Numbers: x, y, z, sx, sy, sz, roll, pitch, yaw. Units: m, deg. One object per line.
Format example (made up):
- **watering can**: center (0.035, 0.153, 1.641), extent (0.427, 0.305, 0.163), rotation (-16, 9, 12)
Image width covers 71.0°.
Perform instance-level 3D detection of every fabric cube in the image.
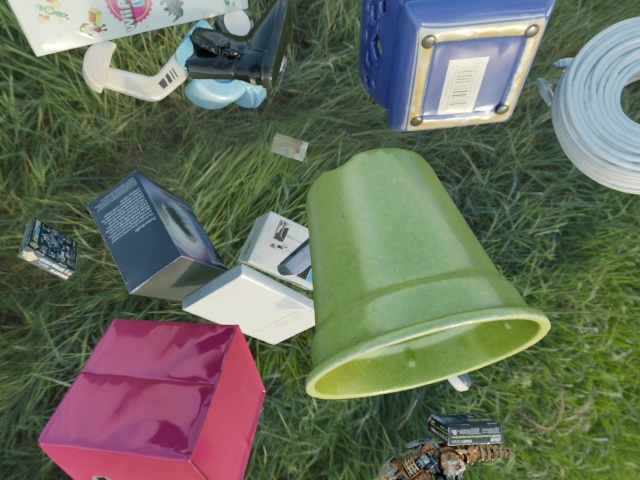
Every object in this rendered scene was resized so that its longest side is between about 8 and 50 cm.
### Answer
- **fabric cube**: center (-0.277, 0.322, 0.831), extent (0.259, 0.254, 0.259), rotation (1, 42, 11)

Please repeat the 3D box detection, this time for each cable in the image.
- **cable**: center (0.474, -0.196, 0.639), extent (0.258, 0.089, 0.256), rotation (-14, 74, 14)

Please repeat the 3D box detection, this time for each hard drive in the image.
- **hard drive**: center (-0.177, 0.195, 1.285), extent (0.353, 0.233, 0.047), rotation (34, 36, -42)

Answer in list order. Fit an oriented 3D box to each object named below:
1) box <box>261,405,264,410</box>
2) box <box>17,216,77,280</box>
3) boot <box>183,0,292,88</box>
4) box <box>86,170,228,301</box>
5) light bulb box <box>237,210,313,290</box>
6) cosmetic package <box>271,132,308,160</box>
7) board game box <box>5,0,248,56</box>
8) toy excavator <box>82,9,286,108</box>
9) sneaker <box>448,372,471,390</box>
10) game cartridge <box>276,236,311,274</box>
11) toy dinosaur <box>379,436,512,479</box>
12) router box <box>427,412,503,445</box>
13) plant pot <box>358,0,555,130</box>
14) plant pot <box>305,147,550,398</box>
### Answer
- **box**: center (-0.224, 0.509, 1.345), extent (0.083, 0.052, 0.062), rotation (-40, 102, -45)
- **box**: center (-0.952, 0.028, 1.579), extent (0.051, 0.220, 0.175), rotation (-44, 129, 4)
- **boot**: center (-0.182, -0.463, 1.014), extent (0.208, 0.094, 0.246), rotation (12, 75, 4)
- **box**: center (-0.454, 0.003, 1.298), extent (0.183, 0.296, 0.293), rotation (-34, 74, 4)
- **light bulb box**: center (-0.126, 0.059, 1.913), extent (0.361, 0.358, 0.225), rotation (25, 82, -14)
- **cosmetic package**: center (-0.106, -0.320, 1.542), extent (0.115, 0.060, 0.041), rotation (16, 35, 3)
- **board game box**: center (-0.295, -0.387, 0.652), extent (0.304, 0.097, 0.224), rotation (-27, 52, -22)
- **toy excavator**: center (-0.390, -0.502, 1.335), extent (0.433, 0.222, 0.445), rotation (42, 73, -26)
- **sneaker**: center (0.342, 0.194, 1.142), extent (0.148, 0.131, 0.349), rotation (-24, 60, 19)
- **game cartridge**: center (0.000, 0.000, 1.379), extent (0.297, 0.198, 0.062), rotation (-42, 100, -16)
- **toy dinosaur**: center (0.321, 0.592, 1.133), extent (0.322, 0.164, 0.218), rotation (-16, 93, 20)
- **router box**: center (0.298, 0.390, 0.932), extent (0.123, 0.092, 0.038), rotation (2, 84, -12)
- **plant pot**: center (0.194, -0.304, 0.686), extent (0.236, 0.235, 0.211), rotation (-7, 54, -4)
- **plant pot**: center (0.093, 0.035, 0.569), extent (0.277, 0.276, 0.253), rotation (-7, 60, -12)
